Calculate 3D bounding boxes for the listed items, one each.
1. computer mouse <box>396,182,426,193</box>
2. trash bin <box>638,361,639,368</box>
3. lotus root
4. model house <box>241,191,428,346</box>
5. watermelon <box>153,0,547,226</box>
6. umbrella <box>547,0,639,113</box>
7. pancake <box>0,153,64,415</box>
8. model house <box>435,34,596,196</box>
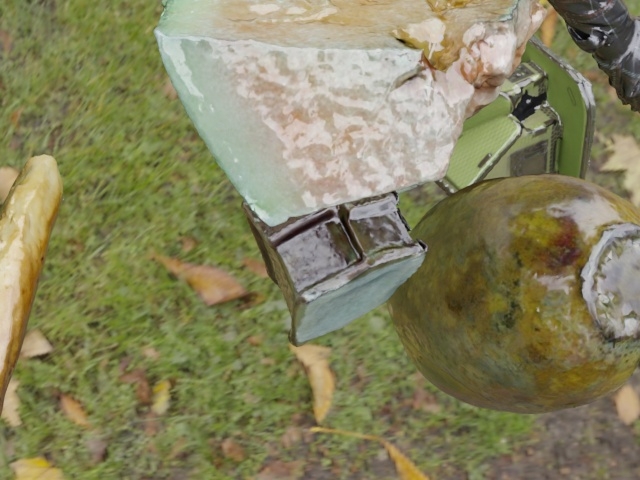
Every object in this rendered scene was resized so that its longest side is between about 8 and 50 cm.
[{"bbox_3d":[0.119,-0.127,1.920,0.113,0.229,0.068,65,25,0],"label":"computer mouse"},{"bbox_3d":[0.409,0.126,1.455,0.115,0.225,0.165,-50,138,3],"label":"trash bin"},{"bbox_3d":[0.216,0.052,1.341,0.250,0.346,0.251,2,85,-21],"label":"lotus root"},{"bbox_3d":[0.006,-0.003,1.286,0.165,0.106,0.152,-27,71,2],"label":"model house"},{"bbox_3d":[0.022,-0.133,1.088,0.302,0.151,0.264,8,31,12],"label":"watermelon"},{"bbox_3d":[0.140,-0.094,0.608,0.040,0.037,0.144,-50,129,-1],"label":"umbrella"},{"bbox_3d":[-0.265,0.087,1.055,0.057,0.244,0.266,17,44,-8],"label":"pancake"},{"bbox_3d":[0.177,-0.126,1.685,0.278,0.205,0.218,-23,44,-20],"label":"model house"}]
